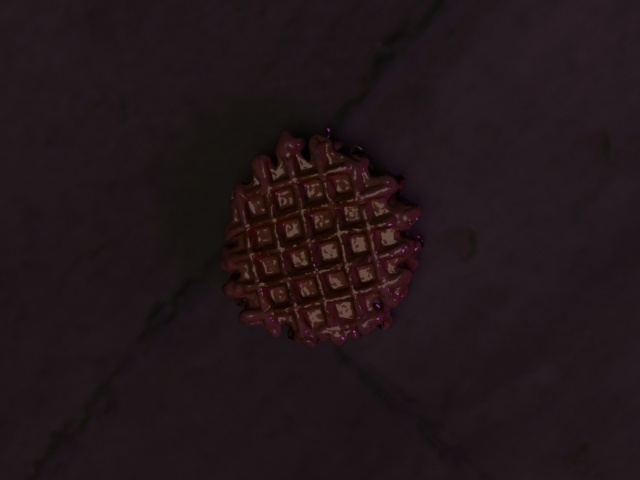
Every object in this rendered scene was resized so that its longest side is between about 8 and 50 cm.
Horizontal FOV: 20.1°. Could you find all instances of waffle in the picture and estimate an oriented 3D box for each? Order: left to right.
[{"bbox_3d":[0.000,0.000,0.677,0.075,0.029,0.083,23,104,6],"label":"waffle"}]
